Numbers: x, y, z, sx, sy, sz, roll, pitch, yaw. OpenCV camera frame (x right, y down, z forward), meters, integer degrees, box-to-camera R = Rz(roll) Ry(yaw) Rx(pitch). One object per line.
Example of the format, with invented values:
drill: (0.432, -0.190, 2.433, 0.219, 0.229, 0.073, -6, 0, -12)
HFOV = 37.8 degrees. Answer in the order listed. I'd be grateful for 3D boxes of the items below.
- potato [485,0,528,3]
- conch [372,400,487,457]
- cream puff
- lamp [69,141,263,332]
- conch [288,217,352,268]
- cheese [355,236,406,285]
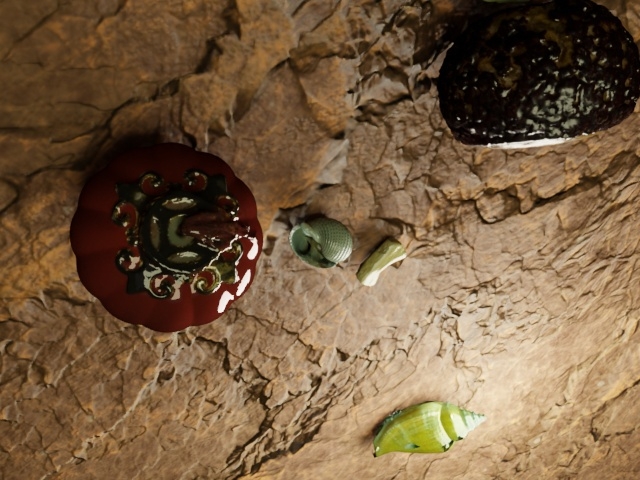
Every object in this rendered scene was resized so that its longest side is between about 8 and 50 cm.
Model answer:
potato: (0.206, -0.394, 0.993, 0.160, 0.111, 0.271, 1, 141, -12)
conch: (0.185, 0.321, 1.607, 0.201, 0.079, 0.095, -9, 112, -3)
cream puff: (0.255, -0.196, 1.105, 0.239, 0.239, 0.164, -12, 101, -11)
lamp: (-0.177, -0.005, 1.099, 0.227, 0.227, 0.227, -11, 131, -13)
conch: (0.002, -0.002, 1.278, 0.085, 0.056, 0.076, 41, 128, -9)
cheese: (0.088, 0.032, 1.353, 0.044, 0.030, 0.083, 32, 106, -31)
